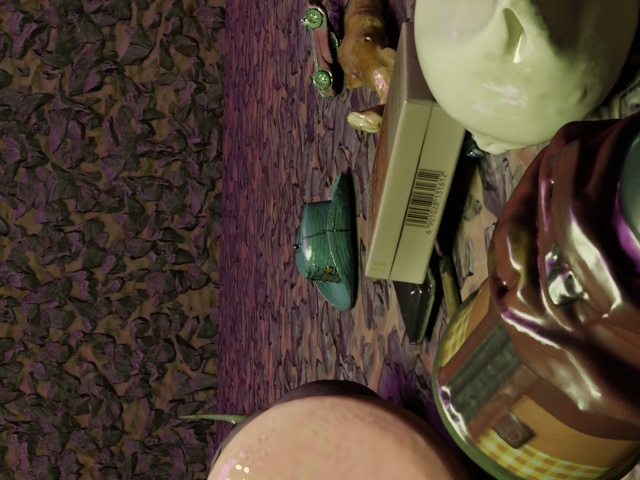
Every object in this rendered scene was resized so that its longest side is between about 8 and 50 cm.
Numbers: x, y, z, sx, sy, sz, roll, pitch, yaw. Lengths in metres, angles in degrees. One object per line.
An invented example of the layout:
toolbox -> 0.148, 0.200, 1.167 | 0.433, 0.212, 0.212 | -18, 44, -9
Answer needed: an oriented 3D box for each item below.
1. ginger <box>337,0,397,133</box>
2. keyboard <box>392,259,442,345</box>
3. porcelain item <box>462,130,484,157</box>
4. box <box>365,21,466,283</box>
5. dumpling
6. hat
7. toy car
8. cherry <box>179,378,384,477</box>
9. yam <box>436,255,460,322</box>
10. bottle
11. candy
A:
ginger -> 0.053, -0.192, 1.085 | 0.089, 0.075, 0.288 | -52, 27, 32
keyboard -> 0.085, 0.000, 1.039 | 0.230, 0.025, 0.093 | -103, 16, -48
porcelain item -> 0.140, -0.109, 0.774 | 0.075, 0.021, 0.136 | -96, 12, -49
box -> 0.085, -0.078, 0.903 | 0.141, 0.058, 0.201 | -85, 4, -48
dumpling -> 0.136, -0.157, 0.628 | 0.252, 0.131, 0.179 | 65, -141, -66
hat -> 0.000, 0.000, 1.321 | 0.138, 0.078, 0.191 | 122, 146, -65
toy car -> 0.004, -0.267, 1.367 | 0.069, 0.055, 0.142 | -108, 10, -80
cherry -> -0.003, 0.246, 1.001 | 0.266, 0.213, 0.183 | 54, 176, 19
yam -> 0.121, 0.060, 0.896 | 0.014, 0.014, 0.107 | 108, 159, -56
bottle -> 0.150, 0.029, 0.461 | 0.143, 0.156, 0.271 | -58, -6, -31
candy -> 0.012, 0.258, 0.843 | 0.094, 0.255, 0.255 | 28, -121, -71
